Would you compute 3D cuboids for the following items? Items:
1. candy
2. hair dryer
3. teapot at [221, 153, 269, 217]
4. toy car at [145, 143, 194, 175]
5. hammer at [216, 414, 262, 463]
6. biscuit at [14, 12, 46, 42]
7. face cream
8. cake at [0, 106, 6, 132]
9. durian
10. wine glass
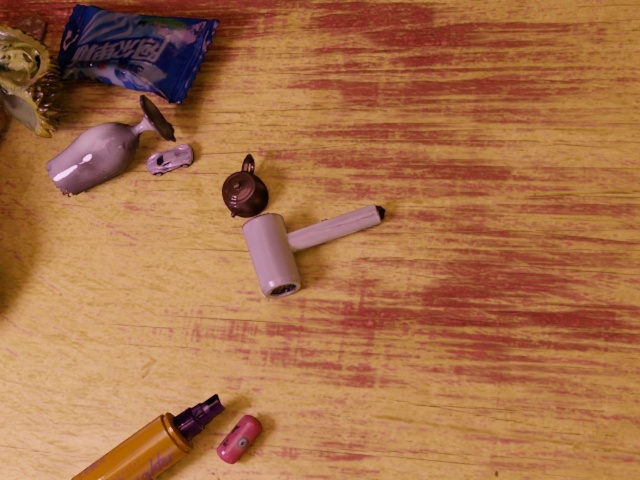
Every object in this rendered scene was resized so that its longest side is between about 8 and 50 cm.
[{"bbox_3d":[-0.355,-0.348,1.899,0.331,0.077,0.187,14,76,23],"label":"candy"},{"bbox_3d":[0.000,0.000,1.688,0.236,0.073,0.131,-19,68,-1],"label":"hair dryer"},{"bbox_3d":[-0.132,-0.090,1.745,0.076,0.068,0.121,7,73,18],"label":"teapot"},{"bbox_3d":[-0.271,-0.144,1.828,0.093,0.025,0.041,-17,67,10],"label":"toy car"},{"bbox_3d":[-0.127,0.314,1.612,0.043,0.043,0.083,38,83,24],"label":"hammer"},{"bbox_3d":[-0.584,-0.382,2.007,0.071,0.018,0.147,9,73,19],"label":"biscuit"},{"bbox_3d":[-0.268,0.334,1.624,0.273,0.078,0.078,-35,65,1],"label":"face cream"},{"bbox_3d":[-0.777,-0.200,1.882,0.286,0.227,0.222,11,75,19],"label":"cake"},{"bbox_3d":[-0.580,-0.300,1.879,0.355,0.169,0.157,36,109,31],"label":"durian"},{"bbox_3d":[-0.376,-0.164,1.825,0.222,0.103,0.103,-30,65,11],"label":"wine glass"}]
